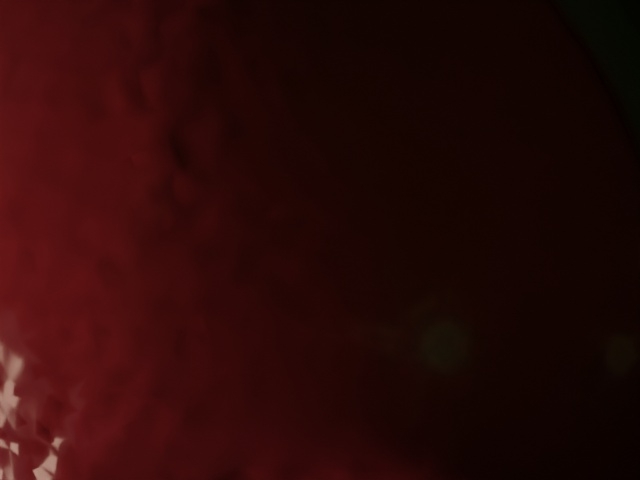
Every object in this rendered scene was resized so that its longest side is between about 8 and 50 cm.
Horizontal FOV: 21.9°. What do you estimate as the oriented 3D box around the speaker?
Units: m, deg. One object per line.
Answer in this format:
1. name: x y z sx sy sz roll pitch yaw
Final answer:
1. speaker: 0.000 0.000 0.505 0.294 0.294 0.294 -18 -90 -89
